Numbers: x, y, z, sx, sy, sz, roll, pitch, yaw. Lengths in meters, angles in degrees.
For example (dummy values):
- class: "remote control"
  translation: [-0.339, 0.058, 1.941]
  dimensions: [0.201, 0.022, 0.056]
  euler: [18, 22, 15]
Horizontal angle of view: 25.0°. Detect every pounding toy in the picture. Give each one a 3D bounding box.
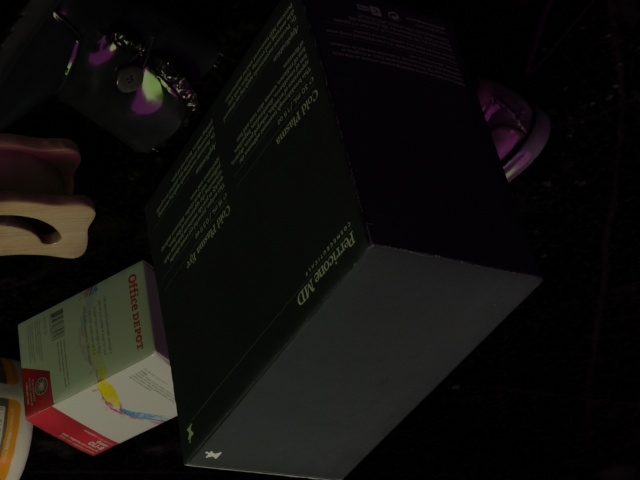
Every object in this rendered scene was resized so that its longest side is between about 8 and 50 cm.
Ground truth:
- class: "pounding toy"
  translation: [-0.331, -0.001, 1.325]
  dimensions: [0.269, 0.155, 0.154]
  euler: [3, 148, -39]

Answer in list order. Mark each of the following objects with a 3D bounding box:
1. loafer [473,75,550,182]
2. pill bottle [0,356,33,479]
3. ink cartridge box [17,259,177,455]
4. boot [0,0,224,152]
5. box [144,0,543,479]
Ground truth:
- class: "loafer"
  translation: [0.096, -0.055, 1.482]
  dimensions: [0.095, 0.109, 0.302]
  euler: [38, 116, -24]
- class: "pill bottle"
  translation: [-0.466, 0.192, 1.568]
  dimensions: [0.278, 0.162, 0.162]
  euler: [11, 137, -27]
- class: "ink cartridge box"
  translation: [-0.222, 0.131, 1.587]
  dimensions: [0.176, 0.128, 0.127]
  euler: [-26, 141, 18]
- class: "boot"
  translation: [-0.217, -0.122, 1.239]
  dimensions: [0.207, 0.094, 0.246]
  euler: [35, 93, -43]
- class: "box"
  translation: [0.000, 0.000, 1.331]
  dimensions: [0.179, 0.312, 0.343]
  euler: [12, 137, -29]
